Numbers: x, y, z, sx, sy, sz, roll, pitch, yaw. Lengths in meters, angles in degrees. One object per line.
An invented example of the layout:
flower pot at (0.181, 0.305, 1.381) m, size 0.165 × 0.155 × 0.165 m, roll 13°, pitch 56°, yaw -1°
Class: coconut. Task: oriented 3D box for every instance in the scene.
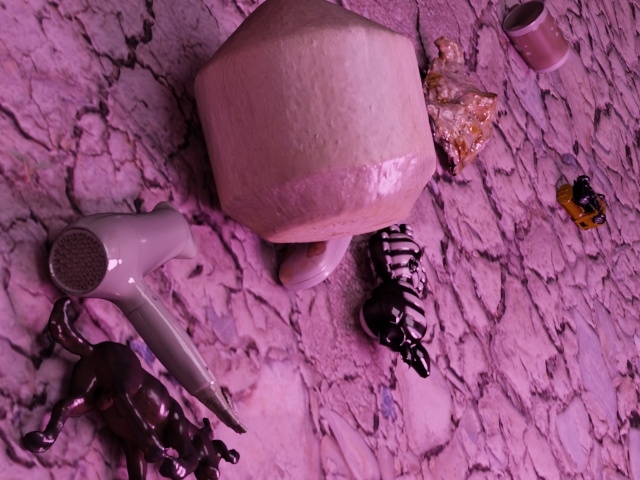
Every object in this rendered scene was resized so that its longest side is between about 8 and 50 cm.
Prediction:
coconut at (-0.006, -0.133, 1.703) m, size 0.237 × 0.237 × 0.265 m, roll -5°, pitch 78°, yaw -61°

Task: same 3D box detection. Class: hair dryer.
hair dryer at (-0.126, 0.072, 1.494) m, size 0.237 × 0.075 × 0.206 m, roll 56°, pitch 22°, yaw 7°

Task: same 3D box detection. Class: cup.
cup at (0.333, -0.319, 2.602) m, size 0.074 × 0.102 × 0.099 m, roll -48°, pitch 122°, yaw -16°

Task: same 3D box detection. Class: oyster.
oyster at (0.187, -0.189, 2.241) m, size 0.163 × 0.081 × 0.191 m, roll -9°, pitch 76°, yaw -57°

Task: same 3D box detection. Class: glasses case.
glasses case at (0.000, 0.000, 1.806) m, size 0.041 × 0.063 × 0.164 m, roll 59°, pitch 31°, yaw -23°

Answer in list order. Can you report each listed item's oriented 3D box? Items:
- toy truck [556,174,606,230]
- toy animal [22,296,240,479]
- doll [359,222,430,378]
toy truck at (0.408, -0.055, 2.555) m, size 0.083 × 0.054 × 0.049 m, roll 44°, pitch 37°, yaw -38°
toy animal at (-0.164, 0.157, 1.425) m, size 0.233 × 0.084 × 0.148 m, roll 45°, pitch 19°, yaw -27°
doll at (0.088, 0.061, 1.917) m, size 0.091 × 0.067 × 0.219 m, roll 40°, pitch 34°, yaw -37°
